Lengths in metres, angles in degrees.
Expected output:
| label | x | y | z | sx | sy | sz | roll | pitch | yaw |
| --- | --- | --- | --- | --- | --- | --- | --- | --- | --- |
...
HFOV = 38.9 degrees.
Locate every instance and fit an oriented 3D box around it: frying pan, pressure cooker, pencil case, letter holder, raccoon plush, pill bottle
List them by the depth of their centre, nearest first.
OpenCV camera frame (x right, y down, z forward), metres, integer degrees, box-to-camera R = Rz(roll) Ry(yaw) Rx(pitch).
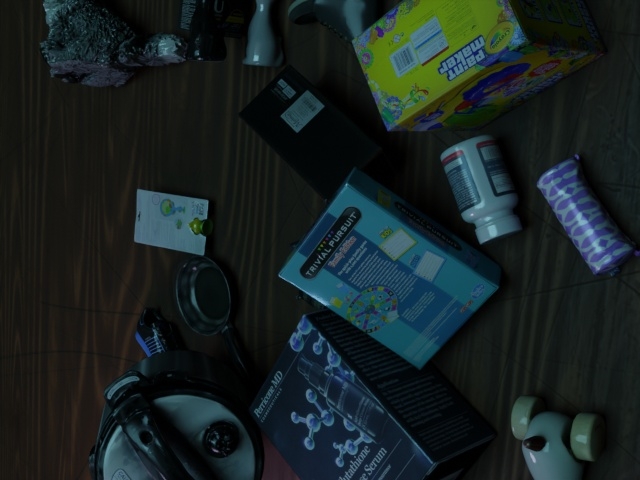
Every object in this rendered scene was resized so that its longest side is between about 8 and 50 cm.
| label | x | y | z | sx | sy | sz | roll | pitch | yaw |
| --- | --- | --- | --- | --- | --- | --- | --- | --- | --- |
| pencil case | 0.449 | -0.040 | 1.523 | 0.088 | 0.086 | 0.206 | -31 | 74 | 4 |
| pill bottle | 0.295 | -0.089 | 1.636 | 0.108 | 0.108 | 0.180 | -26 | 78 | 41 |
| letter holder | 0.010 | -0.182 | 1.871 | 0.152 | 0.214 | 0.302 | -45 | 61 | 1 |
| pressure cooker | -0.310 | 0.448 | 1.982 | 0.420 | 0.369 | 0.376 | -145 | 66 | -77 |
| frying pan | -0.236 | 0.166 | 2.185 | 0.326 | 0.053 | 0.197 | 36 | 119 | 31 |
| raccoon plush | -0.520 | -0.567 | 2.311 | 0.446 | 0.216 | 0.299 | -1 | 80 | 13 |

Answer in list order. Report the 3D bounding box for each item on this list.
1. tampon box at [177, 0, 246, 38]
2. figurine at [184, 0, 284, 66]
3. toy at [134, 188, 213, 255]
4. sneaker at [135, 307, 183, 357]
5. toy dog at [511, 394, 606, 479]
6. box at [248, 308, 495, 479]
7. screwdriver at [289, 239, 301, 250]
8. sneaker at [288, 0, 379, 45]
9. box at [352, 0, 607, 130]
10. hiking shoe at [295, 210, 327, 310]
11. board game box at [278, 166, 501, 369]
| label | x | y | z | sx | sy | sz | roll | pitch | yaw |
| --- | --- | --- | --- | --- | --- | --- | --- | --- | --- |
| tampon box | -0.240 | -0.546 | 2.038 | 0.101 | 0.120 | 0.161 | 26 | 113 | 49 |
| figurine | -0.180 | -0.489 | 1.963 | 0.092 | 0.214 | 0.210 | -150 | 63 | -66 |
| toy | -0.363 | -0.048 | 2.268 | 0.237 | 0.056 | 0.137 | 11 | 99 | 36 |
| sneaker | -0.400 | 0.268 | 2.325 | 0.232 | 0.081 | 0.090 | 41 | 128 | 32 |
| toy dog | 0.400 | 0.437 | 1.575 | 0.220 | 0.161 | 0.334 | -23 | 80 | 42 |
| box | 0.091 | 0.363 | 1.810 | 0.395 | 0.212 | 0.294 | 46 | 124 | 28 |
| screwdriver | 0.000 | 0.000 | 1.976 | 0.169 | 0.024 | 0.025 | -15 | 57 | 36 |
| sneaker | 0.025 | -0.446 | 1.848 | 0.222 | 0.083 | 0.118 | -7 | 91 | 41 |
| box | 0.266 | -0.325 | 1.516 | 0.290 | 0.279 | 0.177 | -30 | 75 | 41 |
| hiking shoe | -0.016 | 0.039 | 1.933 | 0.114 | 0.086 | 0.227 | 16 | 111 | 31 |
| board game box | 0.129 | 0.057 | 1.711 | 0.336 | 0.079 | 0.254 | 34 | 123 | -5 |
